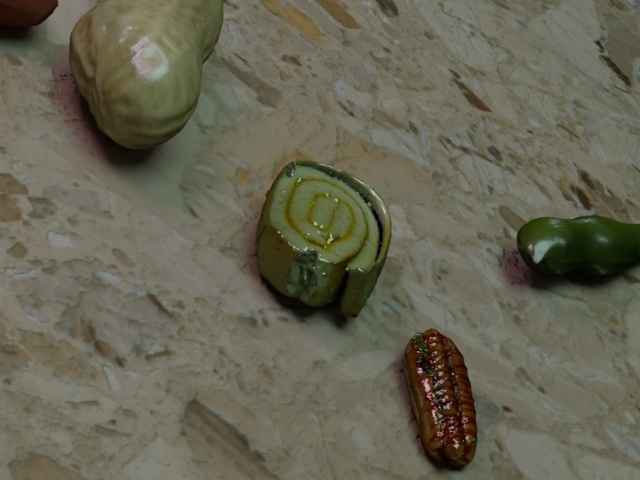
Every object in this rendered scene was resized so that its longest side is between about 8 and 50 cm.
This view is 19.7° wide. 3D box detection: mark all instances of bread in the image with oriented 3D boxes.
[{"bbox_3d":[0.000,0.000,1.599,0.117,0.064,0.156,26,37,-5],"label":"bread"}]

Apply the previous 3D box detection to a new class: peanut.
[{"bbox_3d":[-0.157,-0.181,1.654,0.125,0.111,0.274,14,34,-3],"label":"peanut"}]

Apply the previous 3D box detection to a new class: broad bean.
[{"bbox_3d":[0.283,-0.006,1.850,0.098,0.056,0.318,39,29,17],"label":"broad bean"}]

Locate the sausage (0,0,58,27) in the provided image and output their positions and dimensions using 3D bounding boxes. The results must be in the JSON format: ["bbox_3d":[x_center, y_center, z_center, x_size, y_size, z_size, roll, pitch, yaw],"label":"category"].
[{"bbox_3d":[-0.321,-0.231,1.604,0.194,0.077,0.077,8,43,-33],"label":"sausage"}]

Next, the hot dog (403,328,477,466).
[{"bbox_3d":[0.103,0.131,1.549,0.062,0.038,0.144,18,38,-23],"label":"hot dog"}]
